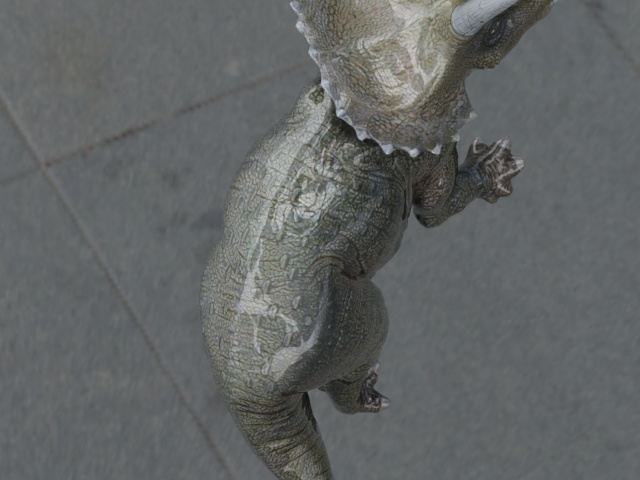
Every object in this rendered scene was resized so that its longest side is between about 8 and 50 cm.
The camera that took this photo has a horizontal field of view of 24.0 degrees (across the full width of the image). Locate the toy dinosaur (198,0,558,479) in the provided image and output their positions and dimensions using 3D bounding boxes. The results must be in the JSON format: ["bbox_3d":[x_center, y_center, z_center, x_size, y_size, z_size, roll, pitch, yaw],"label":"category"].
[{"bbox_3d":[0.000,0.000,0.646,0.121,0.160,0.313,32,98,26],"label":"toy dinosaur"}]
